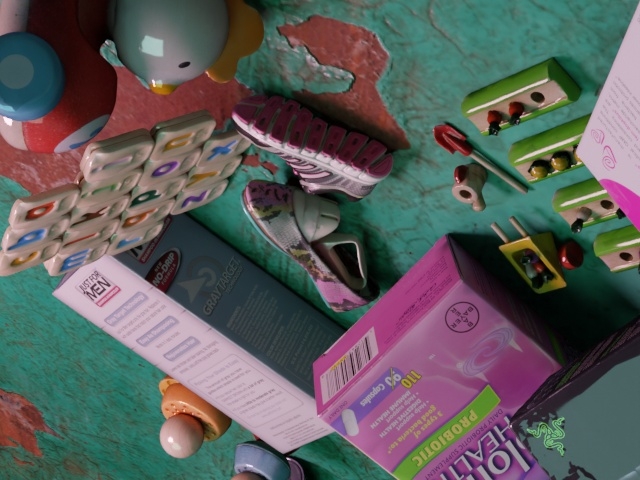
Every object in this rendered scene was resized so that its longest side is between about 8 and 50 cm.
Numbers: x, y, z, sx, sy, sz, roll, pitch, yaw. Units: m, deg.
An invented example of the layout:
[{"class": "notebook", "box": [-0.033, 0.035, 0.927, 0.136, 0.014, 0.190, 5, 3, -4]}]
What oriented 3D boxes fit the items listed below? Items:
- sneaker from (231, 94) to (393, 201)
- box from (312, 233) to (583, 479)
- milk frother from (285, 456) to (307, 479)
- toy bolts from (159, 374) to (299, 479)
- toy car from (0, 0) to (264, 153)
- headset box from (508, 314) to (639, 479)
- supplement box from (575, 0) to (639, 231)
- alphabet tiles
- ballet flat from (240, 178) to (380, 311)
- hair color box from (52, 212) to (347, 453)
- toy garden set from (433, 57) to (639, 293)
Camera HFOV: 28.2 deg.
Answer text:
[{"class": "sneaker", "box": [-0.015, -0.087, 1.290, 0.170, 0.063, 0.075, 23, 141, 0]}, {"class": "box", "box": [0.151, 0.159, 1.360, 0.243, 0.117, 0.213, 40, 106, -18]}, {"class": "milk frother", "box": [-0.079, 0.420, 1.970, 0.129, 0.143, 0.135, 16, 148, 32]}, {"class": "toy bolts", "box": [-0.149, 0.285, 1.819, 0.228, 0.158, 0.218, 38, 146, -15]}, {"class": "toy car", "box": [-0.171, -0.179, 1.169, 0.238, 0.210, 0.219, 4, 176, -3]}, {"class": "headset box", "box": [0.350, 0.181, 1.165, 0.283, 0.131, 0.246, -41, 84, 33]}, {"class": "supplement box", "box": [0.289, -0.109, 0.950, 0.111, 0.114, 0.220, 56, 157, 25]}, {"class": "alphabet tiles", "box": [-0.205, -0.046, 1.337, 0.021, 0.278, 0.284, 60, 150, 13]}, {"class": "ballet flat", "box": [0.000, 0.000, 1.405, 0.079, 0.077, 0.221, -17, 134, 25]}, {"class": "hair color box", "box": [-0.130, 0.107, 1.603, 0.374, 0.114, 0.185, 36, 147, -13]}, {"class": "toy garden set", "box": [0.210, -0.040, 1.199, 0.244, 0.049, 0.204, 43, 145, -21]}]
